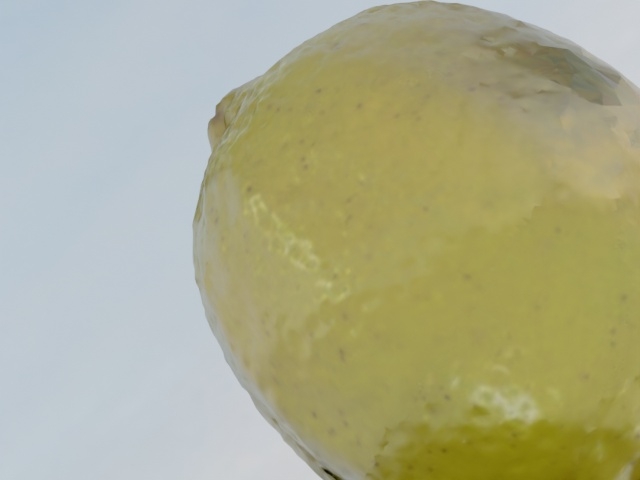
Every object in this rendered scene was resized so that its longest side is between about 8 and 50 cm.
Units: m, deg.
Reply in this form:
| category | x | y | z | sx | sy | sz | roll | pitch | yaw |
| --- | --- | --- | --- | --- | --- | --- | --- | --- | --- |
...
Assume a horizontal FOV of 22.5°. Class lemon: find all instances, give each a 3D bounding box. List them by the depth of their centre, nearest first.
| category | x | y | z | sx | sy | sz | roll | pitch | yaw |
| --- | --- | --- | --- | --- | --- | --- | --- | --- | --- |
| lemon | 0.058 | 0.011 | 0.661 | 0.204 | 0.260 | 0.204 | -41 | -24 | -23 |
